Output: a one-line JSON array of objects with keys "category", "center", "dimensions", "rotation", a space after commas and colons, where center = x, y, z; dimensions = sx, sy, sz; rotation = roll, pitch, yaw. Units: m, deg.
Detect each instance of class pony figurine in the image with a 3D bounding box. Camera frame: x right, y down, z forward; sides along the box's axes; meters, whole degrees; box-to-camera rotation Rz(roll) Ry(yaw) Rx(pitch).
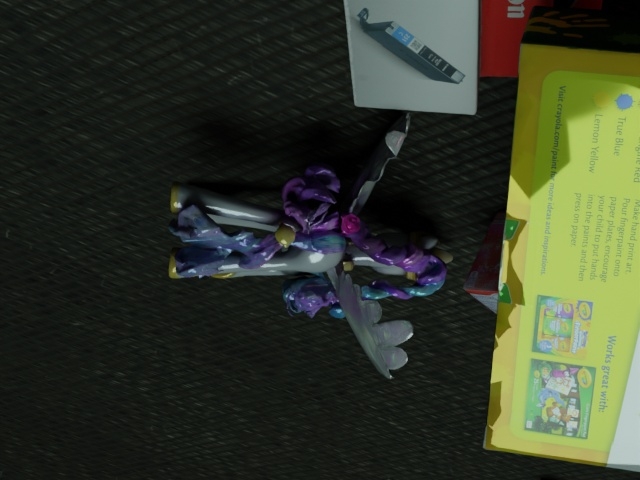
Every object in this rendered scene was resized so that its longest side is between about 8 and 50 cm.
[{"category": "pony figurine", "center": [0.000, 0.000, 1.510], "dimensions": [0.363, 0.303, 0.351], "rotation": [6, 178, -1]}]

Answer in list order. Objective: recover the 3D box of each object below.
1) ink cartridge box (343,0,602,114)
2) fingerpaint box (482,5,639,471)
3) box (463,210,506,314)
[{"category": "ink cartridge box", "center": [0.155, -0.247, 1.251], "dimensions": [0.261, 0.066, 0.296], "rotation": [4, 146, 10]}, {"category": "fingerpaint box", "center": [0.369, 0.010, 1.232], "dimensions": [0.371, 0.163, 0.445], "rotation": [6, 116, 12]}, {"category": "box", "center": [0.318, 0.044, 1.506], "dimensions": [0.128, 0.123, 0.256], "rotation": [35, 161, -30]}]
